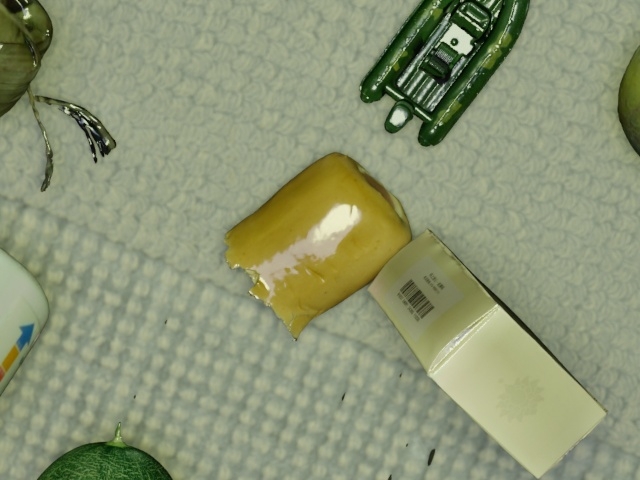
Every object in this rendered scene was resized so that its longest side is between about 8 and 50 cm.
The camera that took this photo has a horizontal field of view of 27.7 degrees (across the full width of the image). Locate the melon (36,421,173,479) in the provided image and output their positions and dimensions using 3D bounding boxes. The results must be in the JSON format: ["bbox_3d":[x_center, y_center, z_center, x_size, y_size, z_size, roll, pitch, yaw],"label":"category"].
[{"bbox_3d":[-0.223,0.324,1.296,0.182,0.182,0.287,7,93,1],"label":"melon"}]

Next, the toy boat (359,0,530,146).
[{"bbox_3d":[0.130,-0.195,1.310,0.104,0.052,0.210,38,95,1],"label":"toy boat"}]

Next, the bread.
[{"bbox_3d":[0.000,0.000,1.311,0.173,0.085,0.134,-40,93,4],"label":"bread"}]

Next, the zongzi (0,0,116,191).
[{"bbox_3d":[-0.385,-0.296,1.288,0.447,0.181,0.418,14,64,-19],"label":"zongzi"}]

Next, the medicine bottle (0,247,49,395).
[{"bbox_3d":[-0.396,0.138,1.231,0.170,0.170,0.293,27,59,-1],"label":"medicine bottle"}]

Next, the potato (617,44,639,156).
[{"bbox_3d":[0.416,-0.119,1.261,0.251,0.159,0.174,33,121,10],"label":"potato"}]

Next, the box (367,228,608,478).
[{"bbox_3d":[0.152,0.101,1.233,0.095,0.212,0.168,-43,113,4],"label":"box"}]
